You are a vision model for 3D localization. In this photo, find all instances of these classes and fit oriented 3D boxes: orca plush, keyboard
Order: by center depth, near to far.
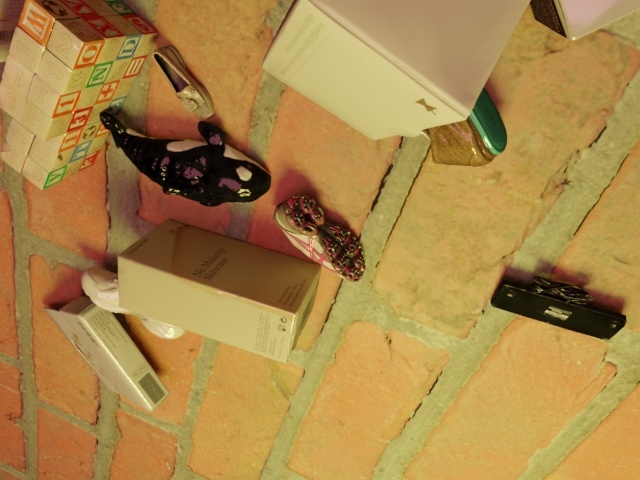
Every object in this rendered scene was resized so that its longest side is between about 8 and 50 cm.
[{"bbox_3d":[0.378,0.096,0.745,0.192,0.038,0.100,16,144,7],"label":"keyboard"},{"bbox_3d":[-0.229,-0.121,0.759,0.287,0.102,0.151,31,125,-5],"label":"orca plush"}]

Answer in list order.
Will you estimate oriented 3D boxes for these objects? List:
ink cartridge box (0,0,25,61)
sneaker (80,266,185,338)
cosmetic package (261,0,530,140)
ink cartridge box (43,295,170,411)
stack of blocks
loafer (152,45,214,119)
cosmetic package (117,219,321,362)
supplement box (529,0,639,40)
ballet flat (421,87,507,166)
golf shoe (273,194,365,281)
[{"bbox_3d":[-0.471,-0.370,0.710,0.062,0.104,0.181,31,121,-1],"label":"ink cartridge box"},{"bbox_3d":[-0.359,0.096,0.945,0.232,0.090,0.115,26,112,-4],"label":"sneaker"},{"bbox_3d":[0.111,-0.285,0.413,0.155,0.197,0.365,31,86,-17],"label":"cosmetic package"},{"bbox_3d":[-0.485,0.248,1.067,0.239,0.060,0.275,-1,122,46],"label":"ink cartridge box"},{"bbox_3d":[-0.390,-0.219,0.727,0.087,0.171,0.297,40,122,-6],"label":"stack of blocks"},{"bbox_3d":[-0.217,-0.242,0.737,0.045,0.039,0.125,-26,107,27],"label":"loafer"},{"bbox_3d":[-0.171,0.080,0.826,0.310,0.160,0.113,17,120,7],"label":"cosmetic package"},{"bbox_3d":[0.275,-0.268,0.452,0.130,0.239,0.073,-22,109,25],"label":"supplement box"},{"bbox_3d":[0.125,-0.241,0.606,0.124,0.116,0.342,-10,119,43],"label":"ballet flat"},{"bbox_3d":[0.000,0.000,0.793,0.186,0.067,0.086,46,152,-14],"label":"golf shoe"}]
